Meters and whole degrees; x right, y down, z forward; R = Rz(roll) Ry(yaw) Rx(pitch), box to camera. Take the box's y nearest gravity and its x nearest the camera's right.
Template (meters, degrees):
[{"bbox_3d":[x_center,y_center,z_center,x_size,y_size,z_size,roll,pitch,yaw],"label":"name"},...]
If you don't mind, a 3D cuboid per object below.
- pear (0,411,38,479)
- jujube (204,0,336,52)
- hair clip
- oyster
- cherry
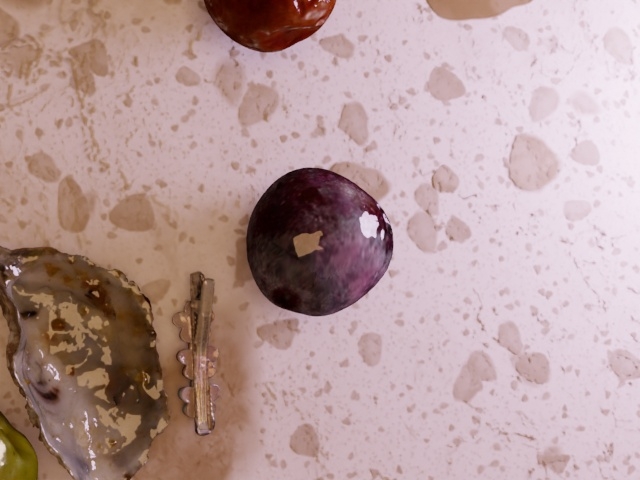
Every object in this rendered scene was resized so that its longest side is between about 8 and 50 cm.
[{"bbox_3d":[-0.490,0.313,1.389,0.307,0.253,0.253,-38,95,1],"label":"pear"},{"bbox_3d":[-0.082,-0.376,1.534,0.190,0.190,0.255,-26,80,-12],"label":"jujube"},{"bbox_3d":[-0.163,0.148,1.559,0.062,0.056,0.214,-1,96,-28],"label":"hair clip"},{"bbox_3d":[-0.314,0.132,1.513,0.204,0.111,0.396,-27,93,-29],"label":"oyster"},{"bbox_3d":[-0.004,0.009,1.532,0.195,0.195,0.195,0,88,-12],"label":"cherry"}]
